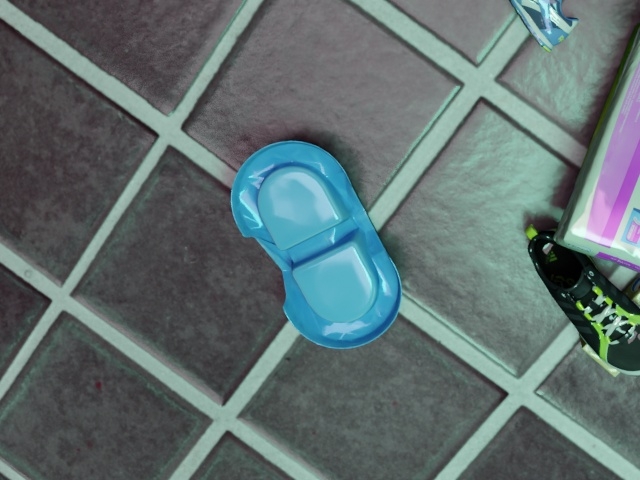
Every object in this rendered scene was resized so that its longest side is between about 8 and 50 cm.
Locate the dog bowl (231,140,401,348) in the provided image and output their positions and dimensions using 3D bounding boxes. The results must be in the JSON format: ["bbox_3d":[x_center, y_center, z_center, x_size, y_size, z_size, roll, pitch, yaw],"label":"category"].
[{"bbox_3d":[0.000,0.000,1.317,0.166,0.074,0.297,-26,99,15],"label":"dog bowl"}]

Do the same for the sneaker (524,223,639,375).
[{"bbox_3d":[0.334,0.077,1.223,0.084,0.097,0.234,-47,65,18],"label":"sneaker"}]

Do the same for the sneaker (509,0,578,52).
[{"bbox_3d":[0.265,-0.306,1.204,0.059,0.053,0.144,-33,105,17],"label":"sneaker"}]

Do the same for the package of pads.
[{"bbox_3d":[0.445,-0.095,1.167,0.229,0.101,0.296,20,92,4],"label":"package of pads"}]

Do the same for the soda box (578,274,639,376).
[{"bbox_3d":[0.425,0.091,1.272,0.061,0.058,0.181,41,107,-2],"label":"soda box"}]
